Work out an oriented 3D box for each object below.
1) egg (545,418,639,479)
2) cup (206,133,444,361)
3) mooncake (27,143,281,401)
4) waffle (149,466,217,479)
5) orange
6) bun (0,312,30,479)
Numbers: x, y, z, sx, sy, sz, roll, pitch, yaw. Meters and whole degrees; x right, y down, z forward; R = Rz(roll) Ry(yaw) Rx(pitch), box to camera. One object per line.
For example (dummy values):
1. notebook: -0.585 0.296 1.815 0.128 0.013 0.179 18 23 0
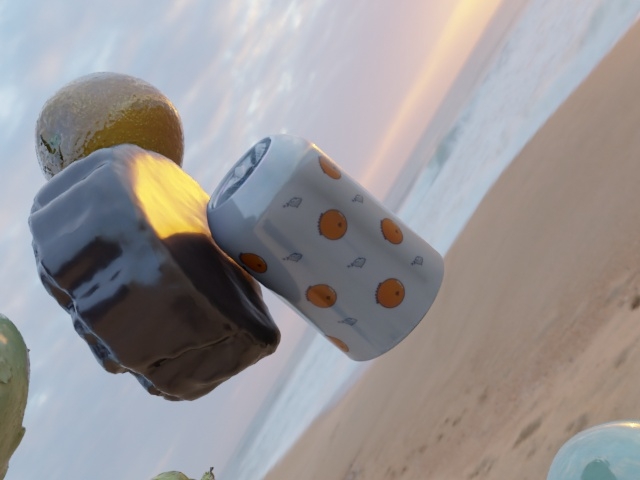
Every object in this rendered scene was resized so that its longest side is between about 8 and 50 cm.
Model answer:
1. egg: 0.449 0.383 1.068 0.276 0.276 0.389 -59 22 3
2. cup: 0.000 0.000 1.215 0.212 0.317 0.212 -42 20 19
3. mooncake: -0.247 0.036 1.191 0.212 0.350 0.381 -34 31 7
4. waffle: -0.077 0.298 0.781 0.056 0.249 0.253 -39 14 -7
5. orange: -0.380 -0.172 1.499 0.274 0.274 0.274 -59 -2 -3
6. bun: -0.406 0.198 0.808 0.293 0.187 0.293 -21 11 4
